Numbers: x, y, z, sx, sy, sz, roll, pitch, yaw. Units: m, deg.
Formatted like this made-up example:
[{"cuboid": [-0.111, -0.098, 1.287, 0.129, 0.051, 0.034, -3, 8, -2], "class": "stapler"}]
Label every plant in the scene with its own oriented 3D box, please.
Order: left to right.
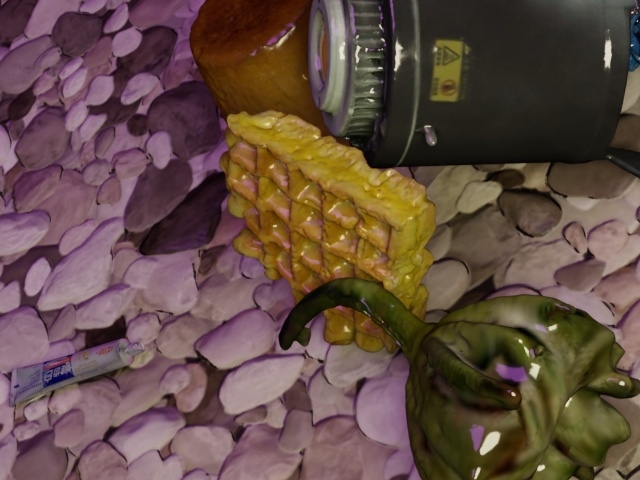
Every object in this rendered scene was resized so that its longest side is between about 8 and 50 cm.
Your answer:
[{"cuboid": [0.070, 0.102, 1.247, 0.333, 0.251, 0.180, 31, 38, 25], "class": "plant"}]

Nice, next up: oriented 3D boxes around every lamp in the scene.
[{"cuboid": [0.129, -0.158, 1.378, 0.272, 0.205, 0.374, -14, 35, -27], "class": "lamp"}]

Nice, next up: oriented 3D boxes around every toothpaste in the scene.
[{"cuboid": [-0.249, 0.129, 1.627, 0.170, 0.028, 0.045, -18, 58, 26], "class": "toothpaste"}]

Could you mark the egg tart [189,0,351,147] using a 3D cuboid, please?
[{"cuboid": [-0.021, -0.180, 1.586, 0.215, 0.171, 0.215, -21, 43, 21], "class": "egg tart"}]

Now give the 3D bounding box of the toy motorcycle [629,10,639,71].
[{"cuboid": [0.344, -0.269, 1.455, 0.136, 0.092, 0.254, 11, 76, 49], "class": "toy motorcycle"}]

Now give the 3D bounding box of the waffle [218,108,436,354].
[{"cuboid": [0.000, 0.000, 1.416, 0.229, 0.219, 0.057, 31, 54, 29], "class": "waffle"}]
